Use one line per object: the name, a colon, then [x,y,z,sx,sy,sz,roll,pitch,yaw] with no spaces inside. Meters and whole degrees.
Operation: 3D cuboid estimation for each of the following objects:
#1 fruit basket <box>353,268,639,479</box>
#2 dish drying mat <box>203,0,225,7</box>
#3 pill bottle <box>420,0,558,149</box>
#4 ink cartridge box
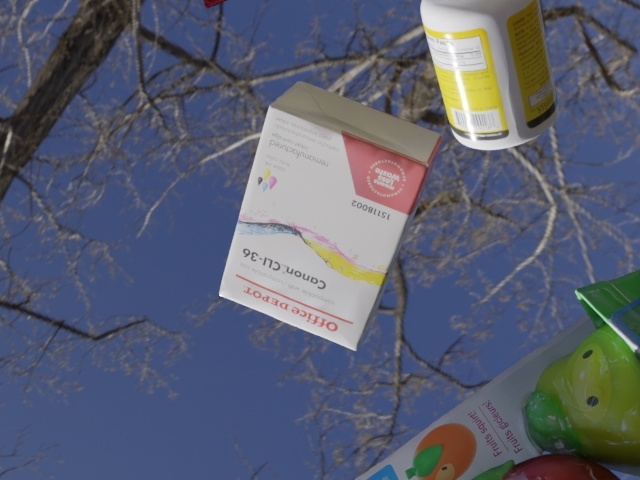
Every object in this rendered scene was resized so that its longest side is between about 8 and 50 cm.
fruit basket: [0.196,0.165,0.578,0.353,0.327,0.165,-32,-58,1]
dish drying mat: [-0.004,-0.107,0.324,0.032,0.083,0.008,-100,-11,-57]
pill bottle: [0.093,-0.115,0.496,0.065,0.065,0.116,-49,-47,-36]
ink cartridge box: [0.000,0.000,0.645,0.115,0.198,0.067,22,-150,7]
